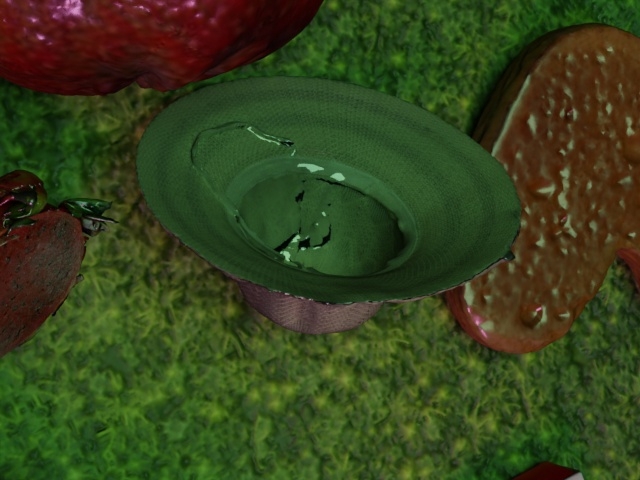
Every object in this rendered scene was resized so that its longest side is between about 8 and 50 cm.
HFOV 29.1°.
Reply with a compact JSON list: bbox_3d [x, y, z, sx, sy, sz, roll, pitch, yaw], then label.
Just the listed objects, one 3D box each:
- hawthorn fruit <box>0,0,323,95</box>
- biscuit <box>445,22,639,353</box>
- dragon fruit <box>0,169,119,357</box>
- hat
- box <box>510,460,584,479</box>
[{"bbox_3d":[-0.127,-0.234,0.710,0.254,0.254,0.300,-18,104,-22],"label":"hawthorn fruit"},{"bbox_3d":[0.231,-0.019,0.948,0.277,0.052,0.262,20,83,-19],"label":"biscuit"},{"bbox_3d":[-0.221,0.015,0.731,0.175,0.142,0.138,15,116,0],"label":"dragon fruit"},{"bbox_3d":[0.000,0.000,0.816,0.252,0.252,0.110,-5,131,-22],"label":"hat"},{"bbox_3d":[0.170,0.291,0.901,0.123,0.050,0.229,-23,95,-20],"label":"box"}]
